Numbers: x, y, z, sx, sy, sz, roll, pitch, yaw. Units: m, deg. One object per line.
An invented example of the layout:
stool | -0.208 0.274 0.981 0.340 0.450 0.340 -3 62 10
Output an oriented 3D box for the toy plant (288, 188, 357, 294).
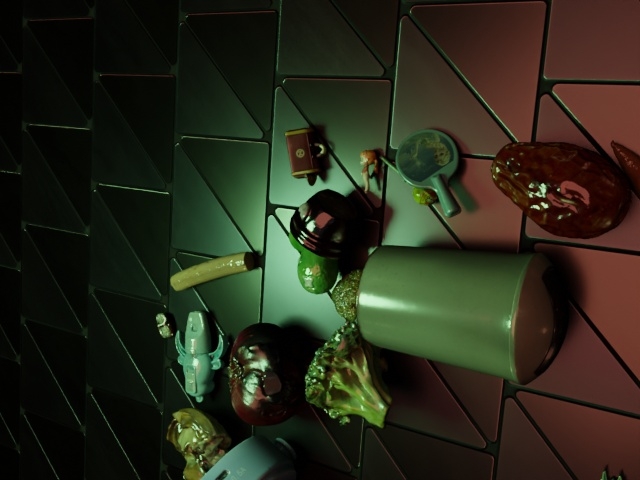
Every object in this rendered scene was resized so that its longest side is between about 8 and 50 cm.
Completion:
toy plant | 0.000 0.000 1.700 0.235 0.175 0.218 -63 36 36

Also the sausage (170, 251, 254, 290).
sausage | -0.324 0.091 1.960 0.301 0.066 0.065 -16 87 28

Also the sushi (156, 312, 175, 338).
sushi | -0.479 0.264 2.086 0.046 0.044 0.083 -17 88 8

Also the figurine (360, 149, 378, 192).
figurine | 0.122 -0.174 1.679 0.047 0.064 0.109 2 82 6

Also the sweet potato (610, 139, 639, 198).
sweet potato | 0.693 -0.081 1.352 0.314 0.066 0.072 60 150 11

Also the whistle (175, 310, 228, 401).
whistle | -0.365 0.348 1.997 0.186 0.093 0.274 1 93 30

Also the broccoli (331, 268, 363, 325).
broccoli | 0.089 0.142 1.702 0.130 0.120 0.131 114 158 -51

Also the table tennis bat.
table tennis bat | 0.267 -0.159 1.568 0.149 0.038 0.237 -23 67 5

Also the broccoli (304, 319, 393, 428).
broccoli | 0.096 0.341 1.640 0.245 0.288 0.248 33 82 22

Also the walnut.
walnut | -0.354 0.603 1.989 0.204 0.141 0.238 14 103 41

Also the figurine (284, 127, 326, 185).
figurine | -0.030 -0.220 1.758 0.098 0.082 0.154 -12 90 11

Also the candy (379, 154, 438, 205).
candy | 0.212 -0.154 1.638 0.194 0.062 0.058 45 113 29

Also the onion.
onion | -0.139 0.357 1.799 0.281 0.221 0.281 -1 80 5

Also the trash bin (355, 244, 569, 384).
trash bin | 0.322 0.150 1.478 0.432 0.280 0.280 7 99 32

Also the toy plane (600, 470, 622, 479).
toy plane | 0.641 0.550 1.473 0.083 0.033 0.080 -40 77 34

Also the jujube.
jujube | 0.496 -0.113 1.394 0.290 0.197 0.197 33 111 39

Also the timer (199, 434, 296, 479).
timer | -0.225 0.689 1.810 0.173 0.395 0.395 35 111 24
